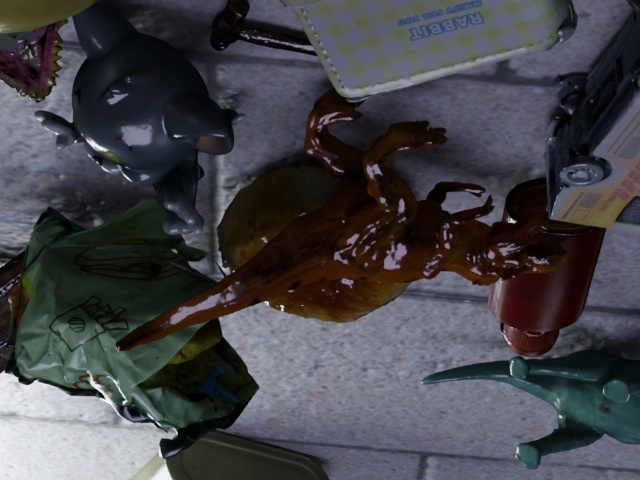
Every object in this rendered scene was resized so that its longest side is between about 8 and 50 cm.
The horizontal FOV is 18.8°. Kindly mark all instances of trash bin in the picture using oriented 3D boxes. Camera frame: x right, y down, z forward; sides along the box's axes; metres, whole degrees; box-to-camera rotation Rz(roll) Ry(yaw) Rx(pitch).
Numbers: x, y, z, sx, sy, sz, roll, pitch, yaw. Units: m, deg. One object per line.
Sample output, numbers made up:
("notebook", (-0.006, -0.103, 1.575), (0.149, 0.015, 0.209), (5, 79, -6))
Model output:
("trash bin", (-0.138, 0.347, 2.476), (0.243, 0.121, 0.247), (16, 144, -19))

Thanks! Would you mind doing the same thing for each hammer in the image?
("hammer", (-0.007, -0.170, 1.682), (0.178, 0.021, 0.065), (12, 148, -12))

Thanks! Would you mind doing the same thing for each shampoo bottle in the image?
("shampoo bottle", (0.224, 0.033, 1.942), (0.102, 0.064, 0.260), (2, 149, 1))

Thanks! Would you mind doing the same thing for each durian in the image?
("durian", (-0.267, -0.210, 1.609), (0.108, 0.119, 0.187), (-45, 137, 6))

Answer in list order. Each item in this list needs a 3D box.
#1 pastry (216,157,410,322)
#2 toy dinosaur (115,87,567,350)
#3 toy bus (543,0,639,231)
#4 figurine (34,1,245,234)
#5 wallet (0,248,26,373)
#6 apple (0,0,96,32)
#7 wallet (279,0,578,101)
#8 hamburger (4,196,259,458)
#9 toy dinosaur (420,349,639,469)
("pastry", (0.000, 0.000, 1.892), (0.182, 0.093, 0.192), (31, 143, -26))
("toy dinosaur", (0.022, -0.026, 1.746), (0.432, 0.097, 0.208), (-5, 114, -14))
("toy bus", (0.292, -0.122, 1.643), (0.138, 0.097, 0.342), (11, 149, -14))
("figurine", (-0.137, -0.091, 1.722), (0.140, 0.193, 0.265), (-46, 157, 9))
("wallet", (-0.349, 0.089, 2.071), (0.230, 0.042, 0.124), (-36, 142, 12))
("apple", (-0.245, -0.246, 1.439), (0.200, 0.200, 0.200), (4, 149, 2))
("wallet", (0.059, -0.244, 1.497), (0.223, 0.077, 0.309), (-10, 144, 18))
("hamburger", (-0.172, 0.069, 1.893), (0.276, 0.260, 0.150), (25, 117, -4))
("toy dinosaur", (0.360, 0.167, 2.144), (0.383, 0.129, 0.331), (16, -162, 35))
